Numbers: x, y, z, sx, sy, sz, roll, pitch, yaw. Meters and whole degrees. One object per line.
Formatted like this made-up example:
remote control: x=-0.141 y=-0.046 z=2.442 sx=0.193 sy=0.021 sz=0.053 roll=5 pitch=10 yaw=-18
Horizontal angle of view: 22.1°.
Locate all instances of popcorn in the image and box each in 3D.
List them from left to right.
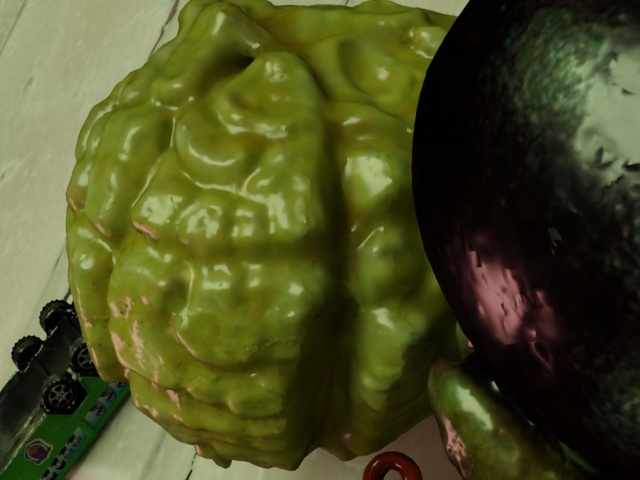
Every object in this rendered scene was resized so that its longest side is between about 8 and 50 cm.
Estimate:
popcorn: x=0.000 y=0.000 z=0.835 sx=0.270 sy=0.258 sz=0.224 roll=-46 pitch=58 yaw=7

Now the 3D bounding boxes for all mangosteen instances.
mangosteen: x=0.159 y=-0.003 z=0.649 sx=0.288 sy=0.288 sz=0.288 roll=-27 pitch=45 yaw=31

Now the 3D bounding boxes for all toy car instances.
toy car: x=-0.185 y=0.117 z=1.091 sx=0.165 sy=0.062 sz=0.071 roll=-53 pitch=36 yaw=1

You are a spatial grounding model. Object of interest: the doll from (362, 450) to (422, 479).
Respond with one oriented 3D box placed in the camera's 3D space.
doll: x=-0.028 y=0.256 z=0.780 sx=0.199 sy=0.105 sz=0.337 roll=19 pitch=78 yaw=38
